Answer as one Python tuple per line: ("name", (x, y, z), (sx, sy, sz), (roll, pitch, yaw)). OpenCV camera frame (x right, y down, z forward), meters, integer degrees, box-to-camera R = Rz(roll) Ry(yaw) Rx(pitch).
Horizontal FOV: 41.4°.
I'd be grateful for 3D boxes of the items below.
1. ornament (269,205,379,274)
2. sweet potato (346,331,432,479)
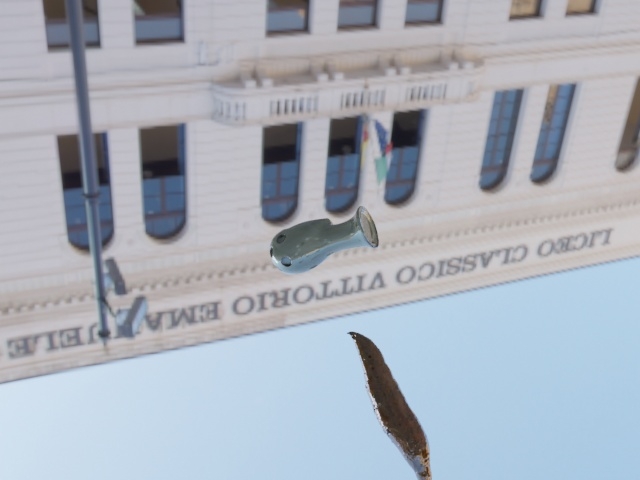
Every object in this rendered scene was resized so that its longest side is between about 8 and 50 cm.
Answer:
("ornament", (0.000, 0.000, 1.246), (0.156, 0.075, 0.081), (-18, -126, 19))
("sweet potato", (0.126, 0.303, 1.538), (0.072, 0.066, 0.314), (-16, -108, -47))
